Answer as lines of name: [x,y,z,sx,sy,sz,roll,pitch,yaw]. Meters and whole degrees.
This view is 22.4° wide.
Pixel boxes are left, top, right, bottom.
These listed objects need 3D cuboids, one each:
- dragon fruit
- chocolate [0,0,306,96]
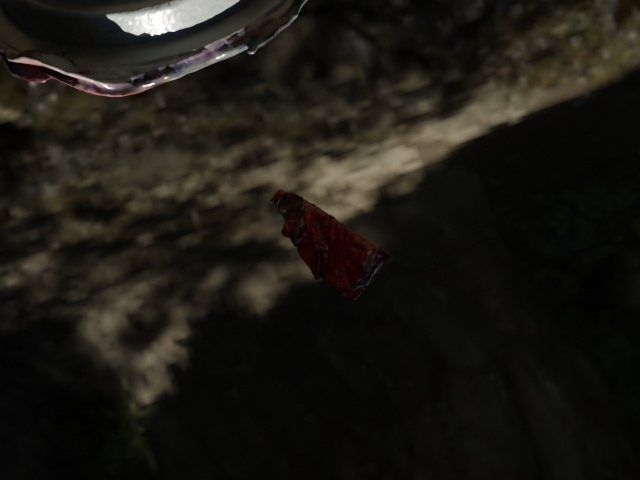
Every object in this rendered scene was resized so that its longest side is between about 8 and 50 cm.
dragon fruit: [-0.001,0.003,1.638,0.063,0.131,0.097,-57,-178,1]
chocolate: [-0.108,-0.187,0.838,0.221,0.221,0.147,-19,137,3]
